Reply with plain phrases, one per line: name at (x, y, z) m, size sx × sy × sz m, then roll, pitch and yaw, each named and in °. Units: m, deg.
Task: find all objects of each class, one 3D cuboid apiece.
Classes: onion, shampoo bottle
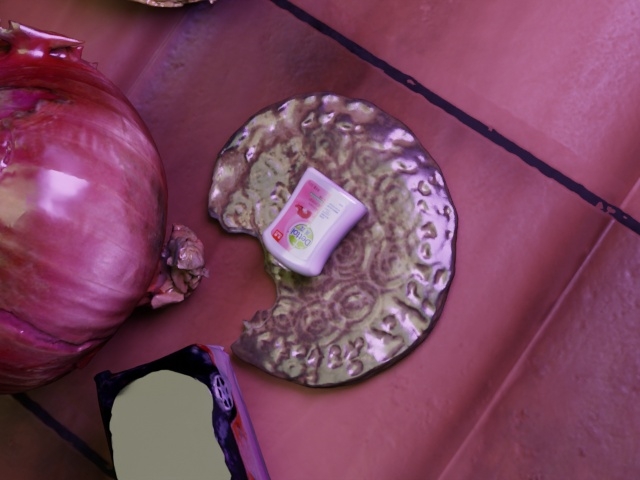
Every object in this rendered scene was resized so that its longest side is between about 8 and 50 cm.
onion at (-0.296, -0.032, 1.158) m, size 0.353 × 0.353 × 0.354 m, roll -2°, pitch 81°, yaw 15°
shampoo bottle at (-0.011, -0.013, 1.183) m, size 0.072 × 0.043 × 0.099 m, roll 38°, pitch 93°, yaw 19°

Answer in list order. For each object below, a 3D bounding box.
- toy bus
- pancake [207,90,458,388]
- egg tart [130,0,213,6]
toy bus at (-0.105, 0.249, 1.146) m, size 0.127 × 0.147 × 0.303 m, roll -23°, pitch 78°, yaw 10°
pancake at (0.000, 0.000, 1.218) m, size 0.288 × 0.033 × 0.286 m, roll 37°, pitch 94°, yaw 18°
egg tart at (-0.147, -0.369, 1.271) m, size 0.295 × 0.116 × 0.295 m, roll -2°, pitch 82°, yaw 17°
